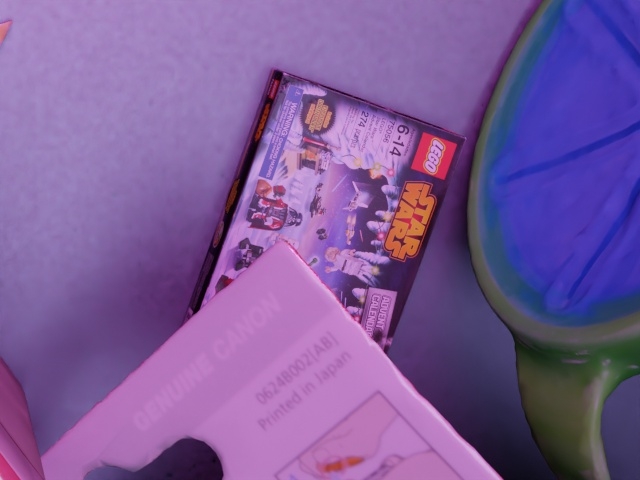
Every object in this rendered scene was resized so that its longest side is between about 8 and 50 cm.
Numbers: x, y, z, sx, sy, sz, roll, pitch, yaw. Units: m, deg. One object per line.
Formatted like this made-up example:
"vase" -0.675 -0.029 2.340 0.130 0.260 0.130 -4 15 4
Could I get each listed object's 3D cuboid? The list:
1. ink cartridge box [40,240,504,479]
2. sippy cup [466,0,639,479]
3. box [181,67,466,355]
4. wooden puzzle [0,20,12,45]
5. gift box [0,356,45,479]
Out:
"ink cartridge box" 0.036 0.208 0.781 0.385 0.091 0.308 46 122 -2
"sippy cup" 0.222 -0.020 0.782 0.224 0.240 0.305 25 120 -27
"box" 0.000 0.000 0.821 0.094 0.027 0.137 18 96 -17
"wooden puzzle" -0.181 -0.113 0.762 0.116 0.014 0.078 37 90 -17
"gift box" -0.267 0.060 0.648 0.255 0.258 0.276 -40 108 -4
